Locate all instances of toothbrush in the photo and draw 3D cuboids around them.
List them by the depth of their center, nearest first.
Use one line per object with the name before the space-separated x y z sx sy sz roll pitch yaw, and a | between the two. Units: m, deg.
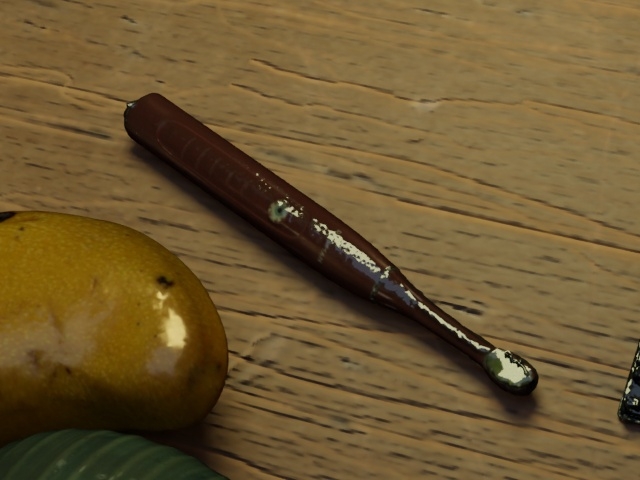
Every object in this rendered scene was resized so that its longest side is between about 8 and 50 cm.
toothbrush | 0.000 0.000 1.070 0.364 0.041 0.041 36 79 24

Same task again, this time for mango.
mango | -0.195 0.067 1.044 0.295 0.120 0.177 5 61 13

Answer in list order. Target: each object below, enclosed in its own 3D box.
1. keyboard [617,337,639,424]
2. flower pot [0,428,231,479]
keyboard | 0.257 0.017 1.012 0.072 0.023 0.231 14 71 16
flower pot | -0.120 0.214 0.928 0.243 0.157 0.189 25 93 14
